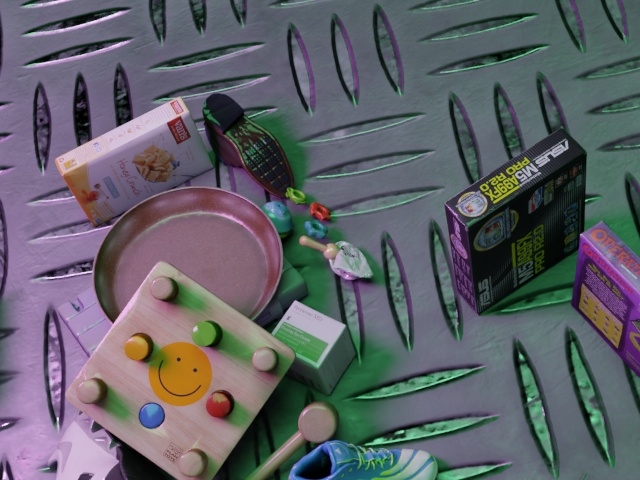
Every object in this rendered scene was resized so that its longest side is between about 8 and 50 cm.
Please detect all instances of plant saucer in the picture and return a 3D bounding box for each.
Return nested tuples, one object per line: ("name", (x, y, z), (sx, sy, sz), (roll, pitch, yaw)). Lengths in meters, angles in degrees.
("plant saucer", (-0.211, 0.050, 1.920), (0.310, 0.050, 0.310), (-4, 56, 5))

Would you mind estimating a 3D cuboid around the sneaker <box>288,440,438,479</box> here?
("sneaker", (0.059, 0.337, 1.707), (0.240, 0.126, 0.091), (-15, 53, -12))

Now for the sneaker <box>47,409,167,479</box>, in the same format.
("sneaker", (-0.313, 0.374, 1.749), (0.146, 0.122, 0.330), (-50, 32, -4))

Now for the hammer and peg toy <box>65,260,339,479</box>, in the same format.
("hammer and peg toy", (-0.165, 0.235, 1.744), (0.361, 0.127, 0.266), (36, 87, 3))

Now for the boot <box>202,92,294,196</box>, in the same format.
("boot", (-0.129, -0.159, 2.095), (0.082, 0.106, 0.219), (-38, 88, -17))

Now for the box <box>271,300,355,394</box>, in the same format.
("box", (-0.013, 0.168, 1.852), (0.101, 0.102, 0.087), (24, 65, 24))

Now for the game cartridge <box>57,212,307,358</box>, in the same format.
("game cartridge", (-0.223, 0.104, 1.948), (0.355, 0.068, 0.230), (-33, 63, -15))

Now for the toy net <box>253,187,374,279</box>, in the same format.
("toy net", (0.000, 0.000, 1.982), (0.232, 0.045, 0.122), (38, 34, 20))

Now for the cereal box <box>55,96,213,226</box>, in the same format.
("cereal box", (-0.317, -0.133, 2.049), (0.240, 0.173, 0.047), (-27, 58, -5))

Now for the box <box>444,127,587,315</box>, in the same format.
("box", (0.302, -0.023, 1.808), (0.216, 0.270, 0.060), (-32, 58, -10))

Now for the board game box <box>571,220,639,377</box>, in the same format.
("board game box", (0.494, 0.150, 1.705), (0.056, 0.208, 0.347), (-33, 60, -9))
